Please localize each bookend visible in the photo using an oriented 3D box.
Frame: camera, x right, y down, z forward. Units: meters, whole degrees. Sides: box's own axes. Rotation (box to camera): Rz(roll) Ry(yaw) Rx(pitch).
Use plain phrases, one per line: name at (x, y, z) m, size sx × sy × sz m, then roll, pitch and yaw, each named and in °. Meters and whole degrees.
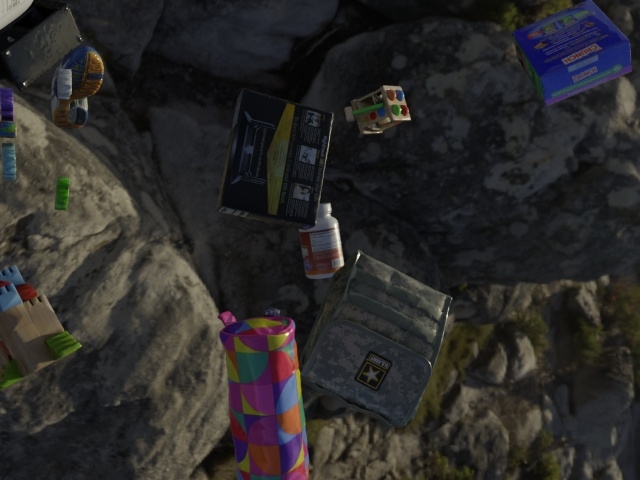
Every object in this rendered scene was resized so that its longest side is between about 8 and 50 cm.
bookend at (-0.514, -0.334, 1.038) m, size 0.072 × 0.157 × 0.156 m, roll 83°, pitch 31°, yaw -49°

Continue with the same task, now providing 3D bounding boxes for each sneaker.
sneaker at (-0.638, -0.413, 1.595) m, size 0.112 × 0.296 × 0.130 m, roll -4°, pitch 67°, yaw -37°

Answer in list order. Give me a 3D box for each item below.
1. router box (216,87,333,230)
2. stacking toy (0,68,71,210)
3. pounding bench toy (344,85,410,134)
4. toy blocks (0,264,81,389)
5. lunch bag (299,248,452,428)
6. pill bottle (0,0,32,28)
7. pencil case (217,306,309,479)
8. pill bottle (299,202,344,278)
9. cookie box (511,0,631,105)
router box at (-0.113, -0.201, 1.580) m, size 0.243 × 0.081 × 0.308 m, roll 13°, pitch 79°, yaw -17°
stacking toy at (-0.448, -0.151, 0.894) m, size 0.167 × 0.052 × 0.220 m, roll 0°, pitch 93°, yaw -26°
pounding bench toy at (0.081, -0.188, 0.896) m, size 0.083 × 0.065 × 0.052 m, roll -15°, pitch 87°, yaw -52°
toy blocks at (-0.710, 0.184, 1.444) m, size 0.191 × 0.381 × 0.260 m, roll -29°, pitch 92°, yaw -40°
lunch bag at (0.104, 0.201, 1.244) m, size 0.235 × 0.169 × 0.286 m, roll 27°, pitch 57°, yaw -8°
pill bottle at (-0.413, -0.284, 0.665) m, size 0.160 × 0.160 × 0.283 m, roll 44°, pitch 47°, yaw -21°
pencil case at (-0.071, 0.207, 0.801) m, size 0.105 × 0.105 × 0.236 m, roll -13°, pitch 102°, yaw -39°
pill bottle at (0.000, 0.000, 1.884) m, size 0.121 × 0.121 × 0.215 m, roll -14°, pitch 98°, yaw -39°
cookie box at (0.268, -0.204, 0.676) m, size 0.107 × 0.092 × 0.040 m, roll -94°, pitch 157°, yaw -47°
